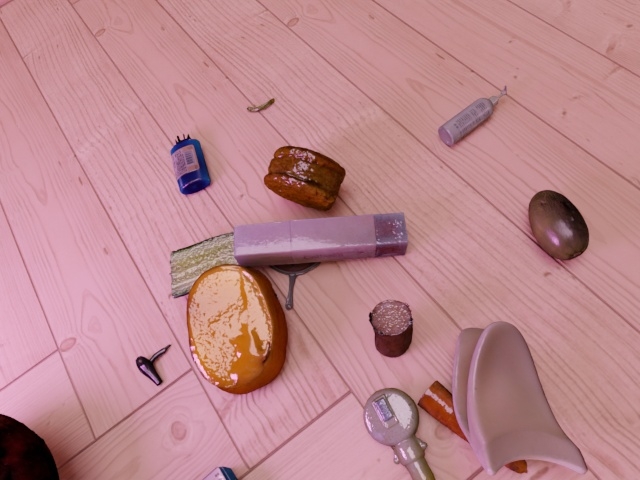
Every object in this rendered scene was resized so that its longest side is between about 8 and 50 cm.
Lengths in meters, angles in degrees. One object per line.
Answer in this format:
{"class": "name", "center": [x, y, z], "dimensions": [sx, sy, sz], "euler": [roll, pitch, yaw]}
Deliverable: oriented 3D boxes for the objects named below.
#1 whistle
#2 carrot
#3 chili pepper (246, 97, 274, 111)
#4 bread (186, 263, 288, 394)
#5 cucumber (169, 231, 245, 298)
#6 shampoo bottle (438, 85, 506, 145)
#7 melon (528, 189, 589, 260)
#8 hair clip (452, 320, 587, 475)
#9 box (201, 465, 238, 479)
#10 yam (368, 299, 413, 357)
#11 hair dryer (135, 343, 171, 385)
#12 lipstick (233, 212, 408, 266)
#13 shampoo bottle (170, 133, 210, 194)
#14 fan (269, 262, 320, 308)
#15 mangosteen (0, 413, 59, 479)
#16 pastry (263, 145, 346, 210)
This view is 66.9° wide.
{"class": "whistle", "center": [0.150, 0.366, 0.884], "dimensions": [0.104, 0.057, 0.198], "euler": [-32, 62, 8]}
{"class": "carrot", "center": [0.277, 0.341, 0.872], "dimensions": [0.210, 0.061, 0.061], "euler": [36, 76, 23]}
{"class": "chili pepper", "center": [-0.168, -0.381, 1.366], "dimensions": [0.083, 0.017, 0.030], "euler": [-15, 59, 5]}
{"class": "bread", "center": [-0.173, 0.178, 1.003], "dimensions": [0.195, 0.142, 0.269], "euler": [-16, 72, 4]}
{"class": "cucumber", "center": [-0.230, 0.050, 1.130], "dimensions": [0.244, 0.063, 0.115], "euler": [-19, 68, 0]}
{"class": "shampoo bottle", "center": [0.378, -0.307, 1.183], "dimensions": [0.195, 0.056, 0.056], "euler": [-36, 61, -8]}
{"class": "melon", "center": [0.483, -0.034, 0.994], "dimensions": [0.099, 0.099, 0.162], "euler": [-16, 56, 4]}
{"class": "hair clip", "center": [0.318, 0.266, 0.854], "dimensions": [0.172, 0.113, 0.282], "euler": [3, 57, -10]}
{"class": "box", "center": [-0.214, 0.531, 0.873], "dimensions": [0.194, 0.073, 0.139], "euler": [-39, 62, -9]}
{"class": "yam", "center": [0.141, 0.174, 0.949], "dimensions": [0.084, 0.127, 0.084], "euler": [-5, 58, 8]}
{"class": "hair dryer", "center": [-0.358, 0.268, 1.073], "dimensions": [0.079, 0.031, 0.083], "euler": [40, 69, 16]}
{"class": "lipstick", "center": [0.000, 0.000, 1.066], "dimensions": [0.371, 0.076, 0.080], "euler": [-5, 66, 0]}
{"class": "shampoo bottle", "center": [-0.353, -0.210, 1.301], "dimensions": [0.087, 0.050, 0.183], "euler": [-23, 61, 3]}
{"class": "fan", "center": [-0.062, 0.056, 1.122], "dimensions": [0.132, 0.009, 0.220], "euler": [-3, 61, 14]}
{"class": "mangosteen", "center": [-0.677, 0.504, 0.822], "dimensions": [0.421, 0.381, 0.381], "euler": [-42, 62, -5]}
{"class": "pastry", "center": [-0.035, -0.143, 1.118], "dimensions": [0.189, 0.189, 0.103], "euler": [16, 81, 20]}
